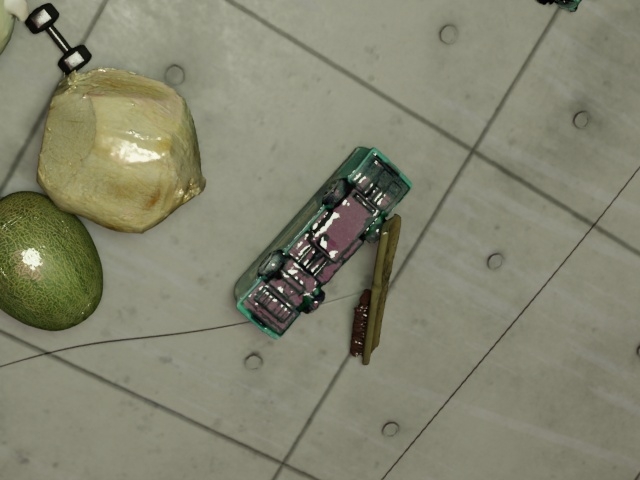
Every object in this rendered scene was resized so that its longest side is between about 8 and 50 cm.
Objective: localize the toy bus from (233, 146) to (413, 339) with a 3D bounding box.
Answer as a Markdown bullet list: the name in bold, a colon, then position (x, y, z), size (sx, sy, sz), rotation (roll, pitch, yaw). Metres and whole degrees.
- **toy bus**: position (0.000, 0.000, 1.229), size (0.091, 0.109, 0.262), rotation (43, 90, -16)

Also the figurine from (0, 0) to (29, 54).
- **figurine**: position (-0.431, -0.127, 1.016), size (0.226, 0.274, 0.394), rotation (2, 63, 9)

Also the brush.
- **brush**: position (0.066, 0.064, 1.238), size (0.036, 0.043, 0.248), rotation (18, 136, 12)

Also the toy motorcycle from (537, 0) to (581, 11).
- **toy motorcycle**: position (0.293, -0.366, 1.227), size (0.100, 0.058, 0.173), rotation (-43, 109, -7)

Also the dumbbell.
- **dumbbell**: position (-0.306, -0.236, 1.145), size (0.040, 0.036, 0.083), rotation (-37, 108, -1)

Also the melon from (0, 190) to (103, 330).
- **melon**: position (-0.336, 0.020, 1.148), size (0.139, 0.139, 0.192), rotation (-34, 106, -2)

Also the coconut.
- **coconut**: position (-0.221, -0.097, 1.125), size (0.194, 0.194, 0.194), rotation (-3, 104, -11)
